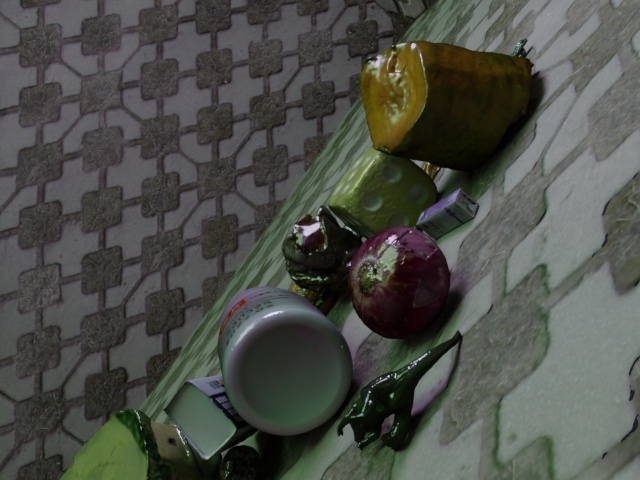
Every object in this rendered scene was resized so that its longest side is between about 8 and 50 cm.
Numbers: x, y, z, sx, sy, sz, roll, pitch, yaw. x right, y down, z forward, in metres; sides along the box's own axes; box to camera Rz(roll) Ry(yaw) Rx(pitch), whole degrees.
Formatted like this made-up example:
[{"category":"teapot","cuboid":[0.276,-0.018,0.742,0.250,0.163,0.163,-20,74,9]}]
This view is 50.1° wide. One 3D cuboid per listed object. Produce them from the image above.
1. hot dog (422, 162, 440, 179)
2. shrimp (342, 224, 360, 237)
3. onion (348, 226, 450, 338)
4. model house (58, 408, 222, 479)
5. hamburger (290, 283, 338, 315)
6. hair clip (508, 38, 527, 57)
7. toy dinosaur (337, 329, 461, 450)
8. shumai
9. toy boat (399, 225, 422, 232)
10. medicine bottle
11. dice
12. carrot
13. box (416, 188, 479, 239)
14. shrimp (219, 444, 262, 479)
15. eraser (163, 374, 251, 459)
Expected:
[{"category":"hot dog","cuboid":[0.254,-0.171,1.555,0.090,0.034,0.030,-57,11,-16]},{"category":"shrimp","cuboid":[0.118,-0.045,1.713,0.161,0.049,0.166,-54,19,-12]},{"category":"onion","cuboid":[0.124,0.068,1.077,0.177,0.153,0.177,-35,33,27]},{"category":"model house","cuboid":[-0.315,0.498,1.263,0.321,0.266,0.261,-48,48,13]},{"category":"hamburger","cuboid":[-0.033,0.141,1.616,0.166,0.087,0.137,-51,11,7]},{"category":"hair clip","cuboid":[0.412,-0.386,1.556,0.173,0.049,0.049,-48,11,-3]},{"category":"toy dinosaur","cuboid":[0.092,0.198,0.953,0.187,0.087,0.179,-37,21,50]},{"category":"shumai","cuboid":[0.004,0.000,1.517,0.184,0.185,0.218,-13,28,-9]},{"category":"toy boat","cuboid":[0.168,0.013,1.258,0.071,0.089,0.185,-8,16,1]},{"category":"medicine bottle","cuboid":[-0.084,0.203,1.296,0.219,0.219,0.388,-53,12,-3]},{"category":"dice","cuboid":[0.131,-0.091,1.463,0.169,0.166,0.169,-53,11,-6]},{"category":"carrot","cuboid":[0.261,-0.263,1.354,0.241,0.341,0.241,-174,90,-73]},{"category":"box","cuboid":[0.229,-0.047,1.240,0.117,0.050,0.036,-33,21,55]},{"category":"shrimp","cuboid":[-0.177,0.475,1.216,0.233,0.079,0.090,-61,7,-15]},{"category":"eraser","cuboid":[-0.183,0.324,1.300,0.086,0.130,0.287,-47,-11,0]}]
